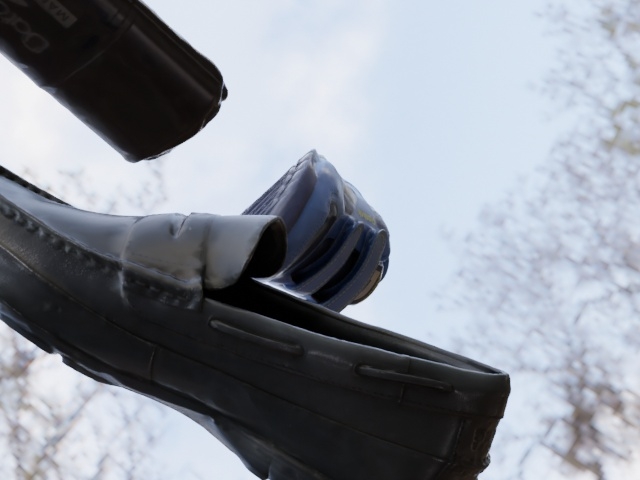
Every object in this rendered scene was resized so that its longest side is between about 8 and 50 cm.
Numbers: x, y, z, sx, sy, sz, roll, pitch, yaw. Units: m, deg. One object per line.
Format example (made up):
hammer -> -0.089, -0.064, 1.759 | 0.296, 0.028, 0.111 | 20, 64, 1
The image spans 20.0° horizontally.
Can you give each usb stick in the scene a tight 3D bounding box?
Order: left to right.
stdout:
usb stick -> -0.159, -0.138, 0.904 | 0.077, 0.045, 0.278 | -32, -56, 26

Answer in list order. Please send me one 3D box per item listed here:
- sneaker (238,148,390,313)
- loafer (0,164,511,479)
sneaker -> 0.000, 0.000, 0.721 | 0.053, 0.059, 0.144 | -41, -2, 11
loafer -> -0.039, 0.022, 0.630 | 0.078, 0.223, 0.076 | -62, -9, 11
